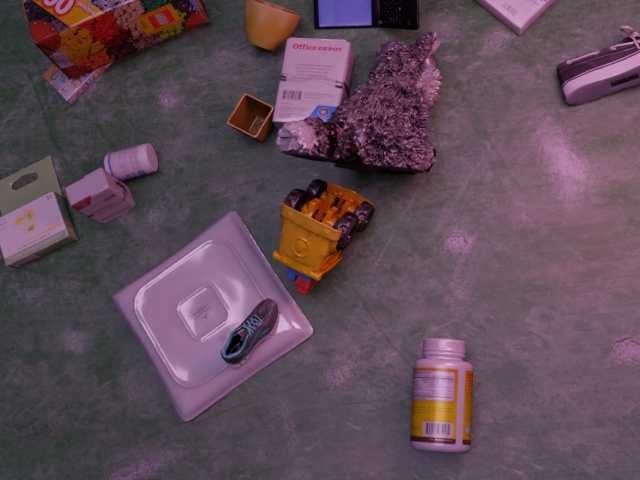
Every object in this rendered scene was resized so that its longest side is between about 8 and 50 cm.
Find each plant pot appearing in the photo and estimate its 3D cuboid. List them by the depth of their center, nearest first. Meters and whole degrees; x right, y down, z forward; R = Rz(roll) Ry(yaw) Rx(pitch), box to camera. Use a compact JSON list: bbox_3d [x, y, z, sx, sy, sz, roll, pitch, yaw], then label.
[{"bbox_3d":[-0.147,-0.267,1.831,0.081,0.083,0.081,29,84,17],"label":"plant pot"},{"bbox_3d":[-0.121,-0.493,1.867,0.134,0.134,0.095,25,109,17],"label":"plant pot"}]

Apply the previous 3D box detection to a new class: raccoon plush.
[{"bbox_3d":[0.109,-0.295,1.617,0.216,0.446,0.299,6,91,27],"label":"raccoon plush"}]

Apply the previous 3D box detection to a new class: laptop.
[{"bbox_3d":[0.094,-0.578,1.770,0.137,0.264,0.234,-10,110,-21],"label":"laptop"}]

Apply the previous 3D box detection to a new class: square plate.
[{"bbox_3d":[-0.247,0.157,1.772,0.347,0.049,0.344,-35,72,3],"label":"square plate"}]

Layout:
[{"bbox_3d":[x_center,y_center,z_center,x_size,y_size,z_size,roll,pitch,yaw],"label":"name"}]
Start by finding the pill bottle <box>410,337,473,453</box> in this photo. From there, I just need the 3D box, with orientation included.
[{"bbox_3d":[0.238,0.303,1.592,0.117,0.117,0.214,2,77,13],"label":"pill bottle"}]

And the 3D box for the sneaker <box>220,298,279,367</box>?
[{"bbox_3d":[-0.146,0.190,1.676,0.065,0.076,0.166,34,86,17],"label":"sneaker"}]

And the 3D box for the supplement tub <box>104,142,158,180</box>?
[{"bbox_3d":[-0.439,-0.180,1.883,0.107,0.071,0.071,-13,74,10],"label":"supplement tub"}]

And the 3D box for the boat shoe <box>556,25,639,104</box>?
[{"bbox_3d":[0.642,-0.379,1.667,0.306,0.113,0.104,-20,67,24],"label":"boat shoe"}]

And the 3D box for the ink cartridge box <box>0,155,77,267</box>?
[{"bbox_3d":[-0.691,-0.074,1.926,0.171,0.056,0.235,-25,75,7],"label":"ink cartridge box"}]

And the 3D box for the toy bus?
[{"bbox_3d":[0.000,0.000,1.701,0.149,0.220,0.211,25,117,16],"label":"toy bus"}]

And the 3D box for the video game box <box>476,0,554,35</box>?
[{"bbox_3d":[0.431,-0.584,1.795,0.187,0.048,0.205,-45,72,2],"label":"video game box"}]

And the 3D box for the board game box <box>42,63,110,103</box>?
[{"bbox_3d":[-0.595,-0.425,2.000,0.103,0.026,0.154,43,89,18],"label":"board game box"}]

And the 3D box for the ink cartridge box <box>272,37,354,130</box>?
[{"bbox_3d":[-0.012,-0.340,1.816,0.148,0.086,0.203,7,78,14],"label":"ink cartridge box"}]

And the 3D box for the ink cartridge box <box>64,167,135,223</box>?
[{"bbox_3d":[-0.498,-0.100,1.844,0.099,0.135,0.056,-27,70,5],"label":"ink cartridge box"}]

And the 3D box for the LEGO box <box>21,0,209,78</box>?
[{"bbox_3d":[-0.532,-0.695,1.945,0.373,0.193,0.500,-22,71,3],"label":"LEGO box"}]
